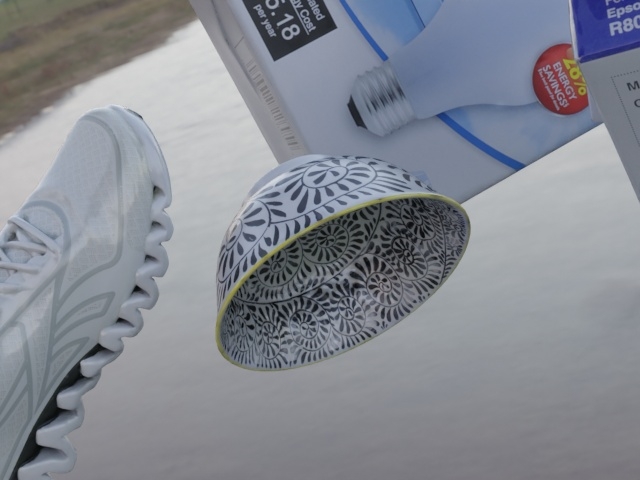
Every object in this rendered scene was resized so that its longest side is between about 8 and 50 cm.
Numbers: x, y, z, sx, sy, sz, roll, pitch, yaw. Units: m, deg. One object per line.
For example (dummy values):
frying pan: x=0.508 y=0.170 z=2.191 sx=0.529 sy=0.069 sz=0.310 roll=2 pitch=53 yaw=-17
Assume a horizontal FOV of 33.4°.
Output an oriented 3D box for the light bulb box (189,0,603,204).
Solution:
light bulb box: x=0.093 y=-0.223 z=1.061 sx=0.361 sy=0.358 sz=0.225 roll=-30 pitch=9 yaw=-8

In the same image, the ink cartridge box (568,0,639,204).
ink cartridge box: x=0.231 y=-0.085 z=0.458 sx=0.223 sy=0.224 sz=0.045 roll=-14 pitch=45 yaw=26

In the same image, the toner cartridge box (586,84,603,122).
toner cartridge box: x=0.223 y=-0.243 z=0.628 sx=0.165 sy=0.348 sz=0.075 roll=-4 pitch=36 yaw=21

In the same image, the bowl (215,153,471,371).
bowl: x=0.000 y=0.000 z=0.657 sx=0.170 sy=0.170 sz=0.080 roll=-22 pitch=60 yaw=-11

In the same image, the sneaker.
sneaker: x=-0.187 y=0.048 z=0.674 sx=0.118 sy=0.292 sz=0.110 roll=18 pitch=7 yaw=-47
